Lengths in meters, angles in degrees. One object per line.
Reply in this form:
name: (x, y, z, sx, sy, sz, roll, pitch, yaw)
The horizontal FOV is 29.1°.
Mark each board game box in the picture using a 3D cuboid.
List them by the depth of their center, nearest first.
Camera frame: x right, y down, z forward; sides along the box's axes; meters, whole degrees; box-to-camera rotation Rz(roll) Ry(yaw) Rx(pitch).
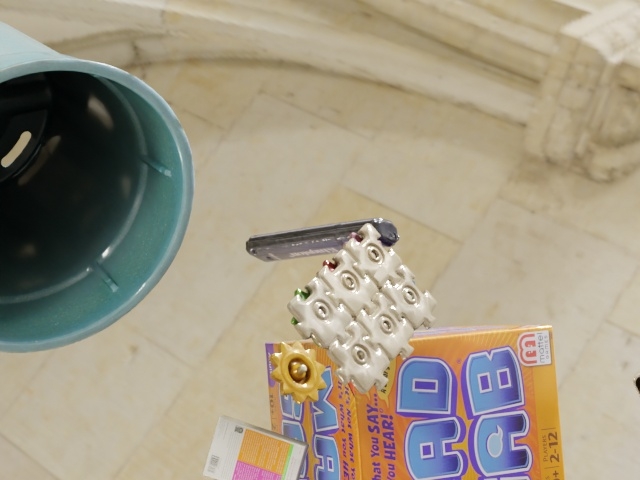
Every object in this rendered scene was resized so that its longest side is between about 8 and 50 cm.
board game box: (0.147, 0.328, 2.010, 0.357, 0.356, 0.356, -3, -92, -24)

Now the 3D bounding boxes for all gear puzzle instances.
gear puzzle: (0.033, 0.122, 1.673, 0.044, 0.175, 0.339, -38, 5, 42)

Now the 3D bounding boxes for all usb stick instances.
usb stick: (0.000, 0.000, 2.031, 0.077, 0.278, 0.045, 17, -109, -52)

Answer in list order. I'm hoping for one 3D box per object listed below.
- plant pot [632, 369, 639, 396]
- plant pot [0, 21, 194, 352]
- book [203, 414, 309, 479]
plant pot: (0.399, 0.164, 1.316, 0.109, 0.109, 0.096, -25, 2, 9)
plant pot: (-0.373, -0.096, 1.428, 0.341, 0.334, 0.341, -17, -57, -28)
book: (-0.100, 0.337, 1.898, 0.035, 0.144, 0.096, 8, -81, -78)
